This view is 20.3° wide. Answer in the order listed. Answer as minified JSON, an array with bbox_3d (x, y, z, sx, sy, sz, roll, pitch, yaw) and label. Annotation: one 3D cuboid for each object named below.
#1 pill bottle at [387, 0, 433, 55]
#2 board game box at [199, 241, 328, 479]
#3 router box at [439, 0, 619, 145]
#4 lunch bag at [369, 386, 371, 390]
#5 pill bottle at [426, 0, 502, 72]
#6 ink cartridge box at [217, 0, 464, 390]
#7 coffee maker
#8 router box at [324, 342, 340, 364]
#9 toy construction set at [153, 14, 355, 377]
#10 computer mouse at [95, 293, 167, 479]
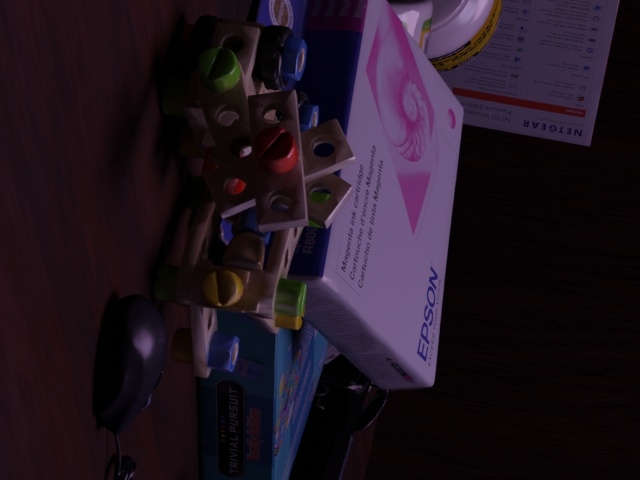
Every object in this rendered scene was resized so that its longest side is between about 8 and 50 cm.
[{"bbox_3d":[0.037,-0.148,1.916,0.136,0.136,0.246,-59,158,-70],"label":"pill bottle"},{"bbox_3d":[-0.052,0.090,1.788,0.336,0.079,0.254,92,11,-46],"label":"board game box"},{"bbox_3d":[0.229,-0.301,2.417,0.082,0.335,0.301,-70,169,-54],"label":"router box"},{"bbox_3d":[0.046,0.042,2.368,0.224,0.107,0.279,78,22,-64],"label":"lunch bag"},{"bbox_3d":[0.122,-0.305,2.153,0.334,0.187,0.188,-9,109,-82],"label":"pill bottle"},{"bbox_3d":[0.034,-0.070,1.677,0.330,0.071,0.324,46,45,-51],"label":"ink cartridge box"},{"bbox_3d":[-0.018,0.212,2.080,0.171,0.120,0.178,-19,132,-52],"label":"coffee maker"},{"bbox_3d":[0.039,0.037,2.007,0.179,0.046,0.133,-38,-135,31],"label":"router box"},{"bbox_3d":[-0.059,-0.040,1.357,0.328,0.151,0.215,111,-7,-67],"label":"toy construction set"},{"bbox_3d":[-0.140,0.145,1.337,0.071,0.041,0.242,-71,169,-55],"label":"computer mouse"}]
